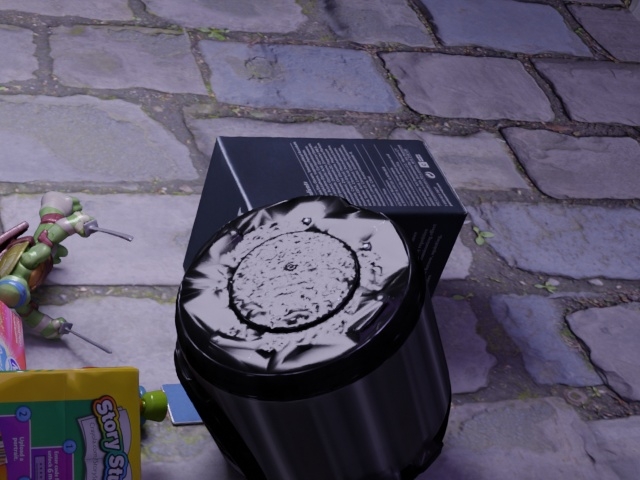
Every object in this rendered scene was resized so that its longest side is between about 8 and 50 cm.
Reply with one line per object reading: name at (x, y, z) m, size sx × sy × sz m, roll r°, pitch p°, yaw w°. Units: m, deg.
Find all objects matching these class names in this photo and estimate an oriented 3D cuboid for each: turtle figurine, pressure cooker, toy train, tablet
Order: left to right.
turtle figurine at (-0.403, 0.047, 2.095) m, size 0.274 × 0.198 × 0.266 m, roll -11°, pitch 27°, yaw 1°
toy train at (-0.282, 0.238, 1.899) m, size 0.143 × 0.248 × 0.105 m, roll 7°, pitch 79°, yaw -32°
tablet at (-0.217, 0.256, 2.072) m, size 0.054 × 0.006 × 0.083 m, roll 0°, pitch 42°, yaw -25°
pressure cooker at (0.008, 0.193, 1.939) m, size 0.375 × 0.420 × 0.370 m, roll 12°, pitch 53°, yaw 27°

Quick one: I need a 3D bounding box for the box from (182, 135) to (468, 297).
box at (0.000, 0.000, 2.252) m, size 0.395 × 0.293 × 0.212 m, roll -1°, pitch 41°, yaw -26°

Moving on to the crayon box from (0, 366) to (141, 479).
crayon box at (-0.384, 0.343, 1.642) m, size 0.313 × 0.106 × 0.363 m, roll 1°, pitch 83°, yaw -24°

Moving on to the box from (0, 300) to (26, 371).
box at (-0.508, 0.205, 1.848) m, size 0.142 × 0.154 × 0.300 m, roll -29°, pitch 43°, yaw 10°
